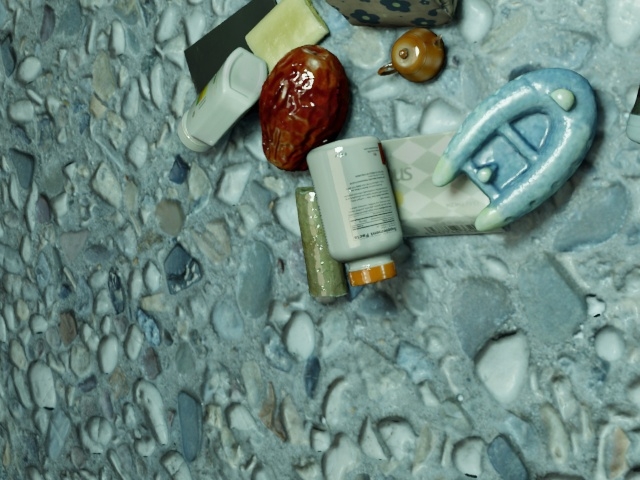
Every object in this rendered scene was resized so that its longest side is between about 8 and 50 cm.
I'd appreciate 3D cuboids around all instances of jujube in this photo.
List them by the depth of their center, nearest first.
[{"bbox_3d":[-0.042,-0.286,1.797,0.197,0.197,0.290,41,133,25],"label":"jujube"}]

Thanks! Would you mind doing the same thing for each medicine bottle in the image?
[{"bbox_3d":[0.077,-0.056,1.658,0.157,0.157,0.289,-13,90,37],"label":"medicine bottle"},{"bbox_3d":[-0.236,-0.317,1.918,0.296,0.111,0.161,-35,34,56],"label":"medicine bottle"}]

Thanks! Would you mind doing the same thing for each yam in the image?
[{"bbox_3d":[0.000,0.000,1.867,0.093,0.093,0.259,-8,91,37],"label":"yam"}]

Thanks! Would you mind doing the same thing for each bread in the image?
[{"bbox_3d":[-0.076,-0.470,1.866,0.178,0.060,0.139,-36,76,26],"label":"bread"}]

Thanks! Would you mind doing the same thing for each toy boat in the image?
[{"bbox_3d":[0.364,-0.173,1.496,0.330,0.123,0.215,-42,84,12],"label":"toy boat"}]

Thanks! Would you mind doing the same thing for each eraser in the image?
[{"bbox_3d":[0.188,-0.109,1.717,0.396,0.082,0.213,-4,94,37],"label":"eraser"}]

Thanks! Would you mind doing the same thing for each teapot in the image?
[{"bbox_3d":[0.187,-0.375,1.666,0.173,0.116,0.116,-22,83,37],"label":"teapot"}]

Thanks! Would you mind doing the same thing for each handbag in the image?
[{"bbox_3d":[0.151,-0.539,1.623,0.251,0.190,0.193,6,84,31],"label":"handbag"}]

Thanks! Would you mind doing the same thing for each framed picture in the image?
[{"bbox_3d":[-0.196,-0.428,2.001,0.324,0.013,0.244,-24,82,36],"label":"framed picture"}]

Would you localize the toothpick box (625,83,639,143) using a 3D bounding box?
[{"bbox_3d":[0.644,-0.310,1.276,0.263,0.263,0.355,16,105,34],"label":"toothpick box"}]
